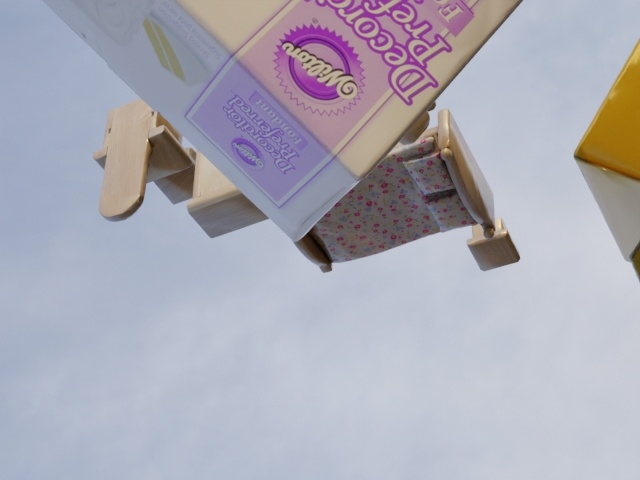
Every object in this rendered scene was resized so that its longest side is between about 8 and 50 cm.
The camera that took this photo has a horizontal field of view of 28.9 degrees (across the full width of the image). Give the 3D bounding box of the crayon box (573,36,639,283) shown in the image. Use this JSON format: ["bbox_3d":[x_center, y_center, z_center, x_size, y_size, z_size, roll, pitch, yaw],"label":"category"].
[{"bbox_3d":[0.294,-0.098,0.938,0.318,0.081,0.202,-59,-31,-9],"label":"crayon box"}]

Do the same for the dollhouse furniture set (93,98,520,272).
[{"bbox_3d":[0.000,0.000,1.201,0.355,0.303,0.174,53,-153,-43],"label":"dollhouse furniture set"}]

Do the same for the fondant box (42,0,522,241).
[{"bbox_3d":[0.010,-0.198,0.702,0.238,0.096,0.330,44,-120,-5],"label":"fondant box"}]
